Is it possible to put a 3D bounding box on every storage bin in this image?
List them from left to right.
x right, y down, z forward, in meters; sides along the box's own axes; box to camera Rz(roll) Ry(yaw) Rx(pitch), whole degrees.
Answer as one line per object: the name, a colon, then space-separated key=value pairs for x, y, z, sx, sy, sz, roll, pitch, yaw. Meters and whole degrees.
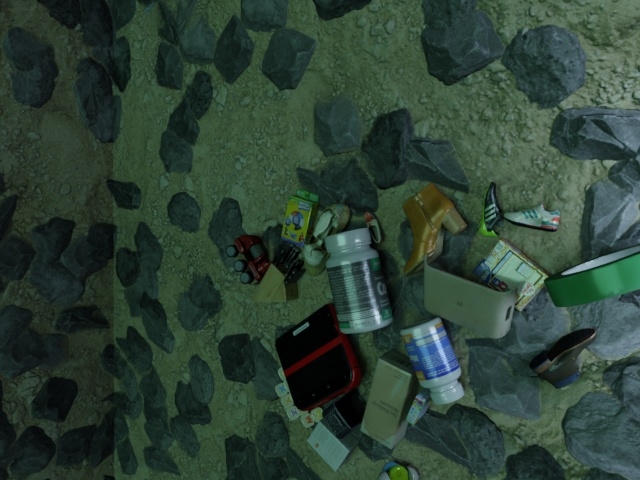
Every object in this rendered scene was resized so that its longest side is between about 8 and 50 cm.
storage bin: x=0.107 y=0.673 z=1.806 sx=0.122 sy=0.180 sz=0.084 roll=51 pitch=121 yaw=20

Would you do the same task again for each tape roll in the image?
tape roll: x=0.756 y=0.082 z=1.202 sx=0.321 sy=0.321 sz=0.077 roll=-27 pitch=80 yaw=34

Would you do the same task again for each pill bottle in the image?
pill bottle: x=0.133 y=0.147 z=1.719 sx=0.204 sy=0.204 sz=0.362 roll=-14 pitch=87 yaw=35
pill bottle: x=0.390 y=0.414 z=1.597 sx=0.152 sy=0.152 sz=0.272 roll=-26 pitch=80 yaw=34

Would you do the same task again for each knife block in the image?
knife block: x=-0.186 y=0.145 z=2.015 sx=0.275 sy=0.088 sz=0.242 roll=-7 pitch=90 yaw=36

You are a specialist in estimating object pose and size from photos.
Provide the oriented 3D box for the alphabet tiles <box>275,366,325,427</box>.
alphabet tiles: x=-0.084 y=0.672 z=2.039 sx=0.278 sy=0.021 sz=0.284 roll=-38 pitch=73 yaw=31

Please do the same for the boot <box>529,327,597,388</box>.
boot: x=0.756 y=0.357 z=1.398 sx=0.106 sy=0.082 sz=0.219 roll=46 pitch=116 yaw=-2

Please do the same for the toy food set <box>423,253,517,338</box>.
toy food set: x=0.476 y=0.177 z=1.520 sx=0.305 sy=0.092 sz=0.220 roll=20 pitch=139 yaw=30

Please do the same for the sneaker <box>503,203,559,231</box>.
sneaker: x=0.653 y=-0.078 z=1.429 sx=0.161 sy=0.057 sz=0.076 roll=16 pitch=87 yaw=34

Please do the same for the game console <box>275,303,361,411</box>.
game console: x=-0.019 y=0.494 z=1.922 sx=0.386 sy=0.060 sz=0.342 roll=-39 pitch=59 yaw=33

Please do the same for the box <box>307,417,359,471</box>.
box: x=0.051 y=0.831 z=1.916 sx=0.170 sy=0.091 sz=0.130 roll=39 pitch=116 yaw=25

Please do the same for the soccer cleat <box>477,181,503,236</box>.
soccer cleat: x=0.555 y=-0.099 z=1.491 sx=0.072 sy=0.060 sz=0.179 roll=11 pitch=108 yaw=25

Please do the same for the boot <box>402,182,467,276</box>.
boot: x=0.348 y=-0.038 z=1.624 sx=0.295 sy=0.104 sz=0.211 roll=-49 pitch=63 yaw=24

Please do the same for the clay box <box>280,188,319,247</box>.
clay box: x=-0.086 y=-0.096 z=1.940 sx=0.127 sy=0.053 sz=0.222 roll=21 pitch=107 yaw=31

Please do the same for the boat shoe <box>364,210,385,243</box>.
boat shoe: x=0.199 y=-0.052 z=1.750 sx=0.049 sy=0.043 sz=0.137 roll=-33 pitch=75 yaw=35

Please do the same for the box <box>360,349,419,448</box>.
box: x=0.265 y=0.586 z=1.722 sx=0.147 sy=0.121 sz=0.312 roll=19 pitch=105 yaw=32

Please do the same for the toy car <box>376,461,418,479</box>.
toy car: x=0.279 y=0.927 z=1.752 sx=0.136 sy=0.159 sz=0.182 roll=-167 pitch=74 yaw=-71

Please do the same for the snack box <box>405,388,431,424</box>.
snack box: x=0.360 y=0.578 z=1.642 sx=0.037 sy=0.141 sz=0.100 roll=26 pitch=109 yaw=29

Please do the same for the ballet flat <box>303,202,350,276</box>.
ballet flat: x=0.000 y=0.000 z=1.853 sx=0.123 sy=0.123 sz=0.349 roll=41 pitch=116 yaw=25

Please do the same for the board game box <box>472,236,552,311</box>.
board game box: x=0.608 y=0.107 z=1.477 sx=0.193 sy=0.045 sz=0.147 roll=44 pitch=117 yaw=23

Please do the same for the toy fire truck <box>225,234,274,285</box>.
toy fire truck: x=-0.279 y=0.053 z=2.047 sx=0.246 sy=0.158 sz=0.217 roll=-36 pitch=73 yaw=20
